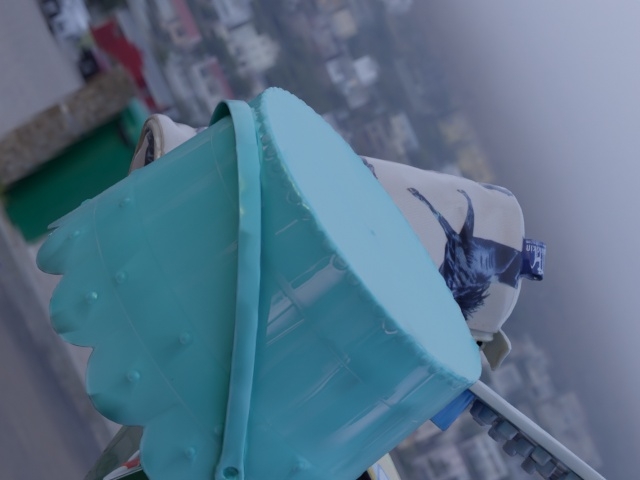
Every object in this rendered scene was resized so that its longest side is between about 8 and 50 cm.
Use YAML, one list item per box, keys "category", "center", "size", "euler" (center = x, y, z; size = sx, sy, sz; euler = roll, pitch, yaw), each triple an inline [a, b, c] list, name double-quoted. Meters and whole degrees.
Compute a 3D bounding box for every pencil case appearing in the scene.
- category: "pencil case"
  center: [0.000, 0.000, 1.568]
  size: [0.183, 0.410, 0.160]
  euler: [-102, -148, -42]

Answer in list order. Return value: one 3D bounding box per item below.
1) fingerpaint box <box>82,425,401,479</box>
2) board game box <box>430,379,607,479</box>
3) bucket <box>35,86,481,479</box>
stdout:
- category: "fingerpaint box"
  center: [-0.008, 0.319, 1.510]
  size: [0.445, 0.163, 0.371]
  euler: [65, 14, -10]
- category: "board game box"
  center: [0.266, 0.271, 1.386]
  size: [0.390, 0.050, 0.390]
  euler: [37, -6, 42]
- category: "bucket"
  center: [-0.035, 0.044, 1.123]
  size: [0.281, 0.183, 0.281]
  euler: [50, 13, -16]
